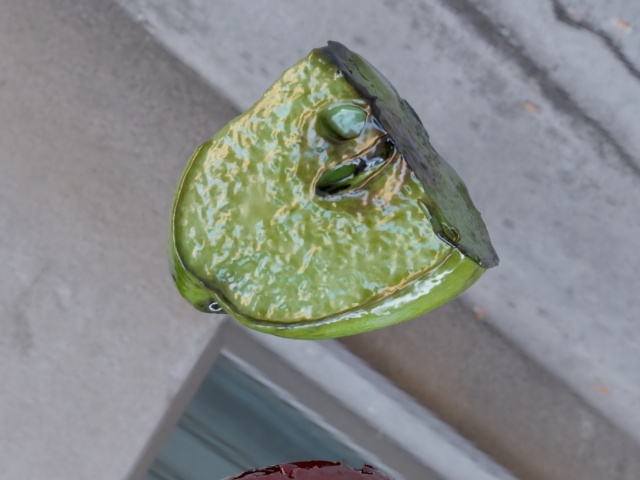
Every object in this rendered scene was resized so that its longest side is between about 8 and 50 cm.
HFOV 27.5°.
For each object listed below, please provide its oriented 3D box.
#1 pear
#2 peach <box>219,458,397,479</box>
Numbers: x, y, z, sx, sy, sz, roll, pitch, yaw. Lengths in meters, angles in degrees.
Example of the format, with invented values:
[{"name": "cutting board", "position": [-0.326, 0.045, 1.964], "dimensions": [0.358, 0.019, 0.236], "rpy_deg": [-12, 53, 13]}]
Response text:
[{"name": "pear", "position": [0.000, 0.000, 1.141], "dimensions": [0.238, 0.255, 0.164], "rpy_deg": [56, -166, 19]}, {"name": "peach", "position": [-0.028, 0.143, 0.553], "dimensions": [0.172, 0.092, 0.127], "rpy_deg": [-1, 160, -37]}]
